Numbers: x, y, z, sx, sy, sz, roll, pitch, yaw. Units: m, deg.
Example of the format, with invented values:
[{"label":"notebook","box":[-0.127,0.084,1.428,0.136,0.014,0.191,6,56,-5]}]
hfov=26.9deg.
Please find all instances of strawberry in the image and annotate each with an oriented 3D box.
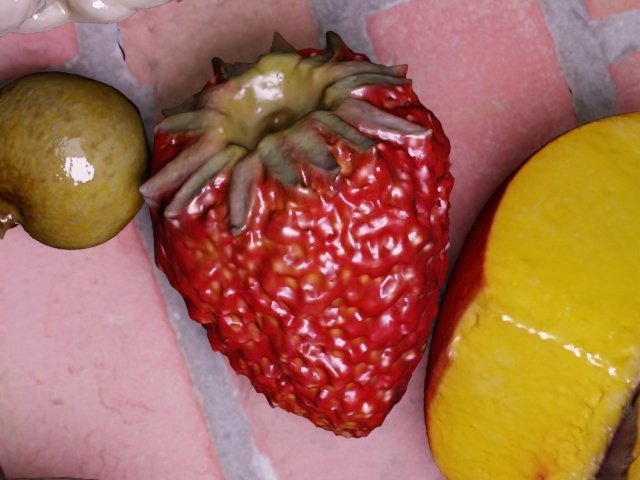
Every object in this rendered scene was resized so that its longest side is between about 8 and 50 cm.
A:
[{"label":"strawberry","box":[0.002,-0.001,1.194,0.292,0.292,0.343,-34,137,-14]}]

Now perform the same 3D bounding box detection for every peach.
[{"label":"peach","box":[0.236,0.088,1.244,0.242,0.306,0.380,24,64,19]}]

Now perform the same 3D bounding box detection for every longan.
[{"label":"longan","box":[-0.231,-0.064,1.166,0.176,0.145,0.155,-39,64,-11]}]

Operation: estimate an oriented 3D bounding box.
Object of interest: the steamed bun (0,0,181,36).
[{"label":"steamed bun","box":[-0.255,-0.278,1.089,0.320,0.275,0.206,-23,124,-28]}]

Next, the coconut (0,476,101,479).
[{"label":"coconut","box":[-0.271,0.371,1.063,0.415,0.415,0.344,-42,111,-12]}]
